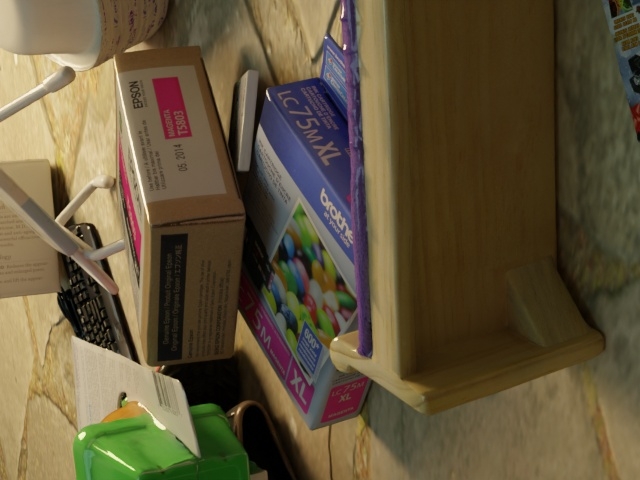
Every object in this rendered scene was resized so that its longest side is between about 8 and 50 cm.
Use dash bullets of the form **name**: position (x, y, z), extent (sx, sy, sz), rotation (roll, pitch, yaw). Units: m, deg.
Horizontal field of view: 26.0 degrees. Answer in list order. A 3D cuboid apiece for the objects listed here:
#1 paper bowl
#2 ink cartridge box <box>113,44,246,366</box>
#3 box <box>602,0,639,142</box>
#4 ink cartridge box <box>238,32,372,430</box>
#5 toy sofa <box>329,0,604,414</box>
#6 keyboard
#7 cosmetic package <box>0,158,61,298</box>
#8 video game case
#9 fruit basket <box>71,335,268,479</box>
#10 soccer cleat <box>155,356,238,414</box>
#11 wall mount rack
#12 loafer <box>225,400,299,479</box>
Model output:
- **paper bowl**: position (-0.293, -0.303, 1.406), extent (0.284, 0.148, 0.284), rotation (41, 150, 30)
- **ink cartridge box**: position (-0.136, -0.033, 1.283), extent (0.193, 0.088, 0.234), rotation (97, 163, -45)
- **box**: position (0.212, -0.111, 0.747), extent (0.137, 0.027, 0.093), rotation (-13, 91, 64)
- **ink cartridge box**: position (0.000, 0.000, 1.179), extent (0.185, 0.065, 0.311), rotation (57, 146, 31)
- **toy sofa**: position (0.071, -0.089, 0.894), extent (0.177, 0.150, 0.362), rotation (29, 129, 53)
- **keyboard**: position (-0.296, 0.140, 1.852), extent (0.201, 0.033, 0.317), rotation (-31, 76, 63)
- **cosmetic package**: position (-0.449, -0.015, 1.890), extent (0.151, 0.152, 0.183), rotation (180, 84, -67)
- **video game case**: position (-0.071, -0.103, 1.242), extent (0.122, 0.011, 0.087), rotation (-176, 91, -80)
- **fruit basket**: position (-0.170, 0.271, 1.378), extent (0.353, 0.166, 0.327), rotation (-172, 76, -68)
- **soccer cleat**: position (-0.165, 0.222, 1.547), extent (0.116, 0.109, 0.318), rotation (-124, 37, -52)
- **wall mount rack**: position (-0.292, -0.084, 1.527), extent (0.350, 0.130, 0.304), rotation (47, 168, -27)
- **loafer**: position (-0.046, 0.286, 1.385), extent (0.267, 0.096, 0.084), rotation (64, 146, 24)
